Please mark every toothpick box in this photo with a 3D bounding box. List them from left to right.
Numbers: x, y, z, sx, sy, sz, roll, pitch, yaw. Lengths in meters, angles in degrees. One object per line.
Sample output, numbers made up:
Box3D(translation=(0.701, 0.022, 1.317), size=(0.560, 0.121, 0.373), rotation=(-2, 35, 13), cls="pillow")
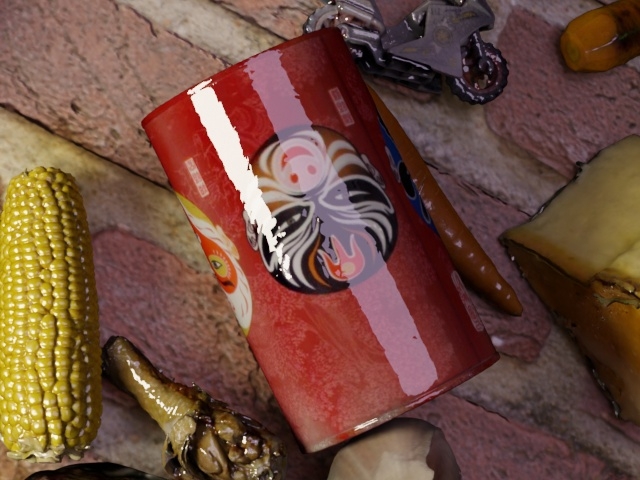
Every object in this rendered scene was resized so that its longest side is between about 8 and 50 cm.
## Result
Box3D(translation=(0.000, 0.000, 1.745), size=(0.204, 0.204, 0.333), rotation=(-25, 89, -27), cls="toothpick box")

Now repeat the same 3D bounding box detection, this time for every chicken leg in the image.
Box3D(translation=(-0.117, 0.161, 1.699), size=(0.196, 0.125, 0.080), rotation=(36, 91, -12), cls="chicken leg")

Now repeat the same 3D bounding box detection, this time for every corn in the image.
Box3D(translation=(-0.238, 0.065, 1.684), size=(0.091, 0.091, 0.260), rotation=(0, 75, -19), cls="corn")

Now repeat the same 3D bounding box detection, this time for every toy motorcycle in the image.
Box3D(translation=(0.089, -0.208, 1.906), size=(0.215, 0.080, 0.122), rotation=(12, 73, -17), cls="toy motorcycle")

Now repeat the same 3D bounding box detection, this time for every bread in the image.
Box3D(translation=(0.356, 0.008, 1.856), size=(0.248, 0.315, 0.279), rotation=(-38, 85, -28), cls="bread")

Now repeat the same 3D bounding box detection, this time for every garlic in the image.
Box3D(translation=(0.076, 0.290, 1.700), size=(0.210, 0.292, 0.237), rotation=(-41, 69, -4), cls="garlic")

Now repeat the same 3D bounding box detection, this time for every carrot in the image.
Box3D(translation=(0.086, -0.048, 1.880), size=(0.069, 0.069, 0.336), rotation=(-46, 104, -26), cls="carrot")
Box3D(translation=(0.387, -0.244, 2.057), size=(0.314, 0.066, 0.066), rotation=(-20, 86, -28), cls="carrot")

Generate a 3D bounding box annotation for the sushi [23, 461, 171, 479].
Box3D(translation=(-0.148, 0.334, 1.541), size=(0.281, 0.294, 0.299), rotation=(0, 87, -23), cls="sushi")
